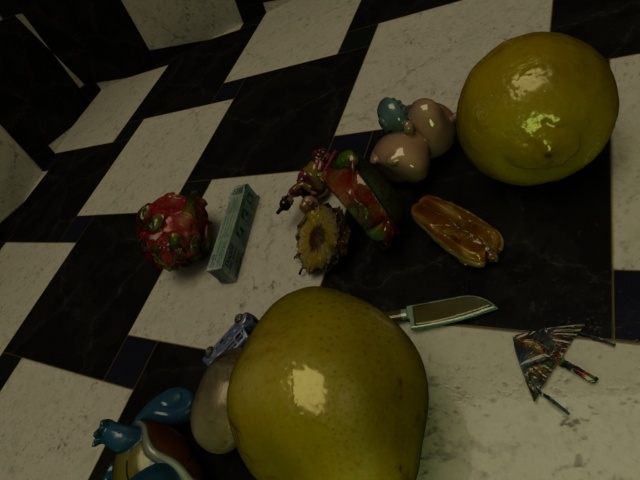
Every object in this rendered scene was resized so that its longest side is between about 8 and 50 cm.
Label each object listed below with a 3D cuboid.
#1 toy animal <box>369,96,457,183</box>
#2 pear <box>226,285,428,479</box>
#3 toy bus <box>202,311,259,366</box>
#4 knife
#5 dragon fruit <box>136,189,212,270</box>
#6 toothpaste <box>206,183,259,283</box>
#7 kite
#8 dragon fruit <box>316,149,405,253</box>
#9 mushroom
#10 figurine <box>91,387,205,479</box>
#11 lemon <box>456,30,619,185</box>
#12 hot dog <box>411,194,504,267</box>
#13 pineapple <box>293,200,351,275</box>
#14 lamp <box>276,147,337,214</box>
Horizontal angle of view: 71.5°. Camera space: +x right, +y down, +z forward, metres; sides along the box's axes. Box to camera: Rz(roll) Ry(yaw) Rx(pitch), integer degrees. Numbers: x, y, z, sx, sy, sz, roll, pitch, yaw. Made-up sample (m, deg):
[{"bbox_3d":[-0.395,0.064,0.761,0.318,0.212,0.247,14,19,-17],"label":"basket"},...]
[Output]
[{"bbox_3d":[0.253,-0.264,1.201,0.210,0.229,0.221,17,106,60],"label":"toy animal"},{"bbox_3d":[0.014,0.286,0.799,0.362,0.362,0.418,-32,50,6],"label":"pear"},{"bbox_3d":[-0.217,0.269,1.146,0.167,0.073,0.076,-48,48,-5],"label":"toy bus"},{"bbox_3d":[0.212,0.171,0.986,0.342,0.027,0.061,-14,46,18],"label":"knife"},{"bbox_3d":[-0.468,-0.038,1.445,0.231,0.237,0.303,-13,35,-4],"label":"dragon fruit"},{"bbox_3d":[-0.272,-0.029,1.410,0.067,0.081,0.337,-10,51,26],"label":"toothpaste"},{"bbox_3d":[0.430,0.218,0.826,0.183,0.010,0.160,-47,42,-14],"label":"kite"},{"bbox_3d":[0.108,-0.111,1.124,0.130,0.268,0.295,-44,59,9],"label":"dragon fruit"},{"bbox_3d":[-0.188,0.352,0.984,0.226,0.177,0.227,-165,90,-77],"label":"mushroom"},{"bbox_3d":[-0.361,0.511,0.964,0.416,0.242,0.298,52,134,48],"label":"figurine"},{"bbox_3d":[0.469,-0.290,0.990,0.347,0.348,0.348,-17,48,20],"label":"lemon"},{"bbox_3d":[0.315,-0.028,1.052,0.109,0.072,0.269,-40,46,-5],"label":"hot dog"},{"bbox_3d":[0.000,0.000,1.199,0.221,0.047,0.221,-16,68,46],"label":"pineapple"},{"bbox_3d":[-0.030,-0.162,1.348,0.118,0.118,0.253,11,61,37],"label":"lamp"}]
